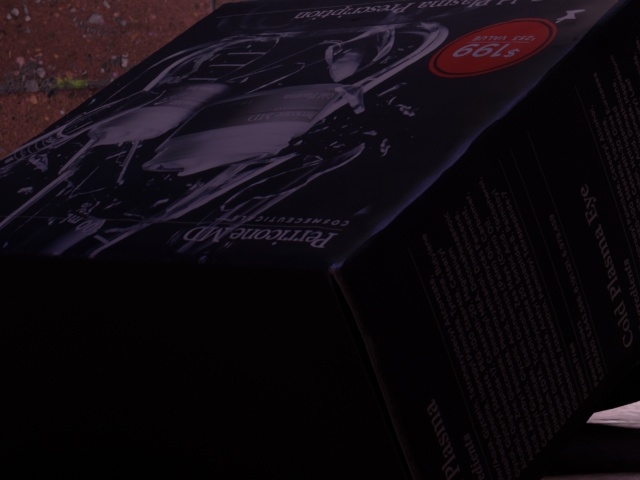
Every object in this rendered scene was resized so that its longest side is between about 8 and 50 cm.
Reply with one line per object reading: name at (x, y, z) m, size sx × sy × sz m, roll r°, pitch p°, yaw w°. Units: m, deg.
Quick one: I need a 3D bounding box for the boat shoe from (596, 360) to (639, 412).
boat shoe at (0.140, 0.068, 1.096) m, size 0.340 × 0.127 × 0.113 m, roll -7°, pitch 33°, yaw 2°

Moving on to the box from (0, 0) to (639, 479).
box at (0.000, 0.000, 0.935) m, size 0.343 × 0.179 × 0.312 m, roll 1°, pitch 33°, yaw 42°
